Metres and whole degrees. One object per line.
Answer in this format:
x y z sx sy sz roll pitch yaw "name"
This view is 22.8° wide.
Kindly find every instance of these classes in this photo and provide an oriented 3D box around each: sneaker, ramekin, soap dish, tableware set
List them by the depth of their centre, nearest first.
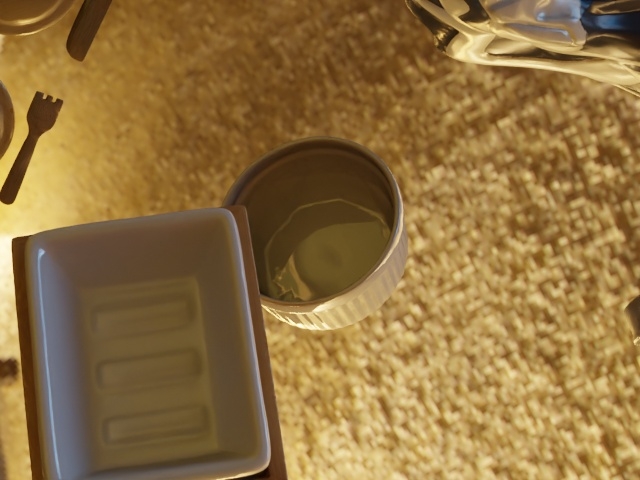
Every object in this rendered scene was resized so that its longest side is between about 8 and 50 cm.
0.129 -0.117 0.763 0.153 0.235 0.094 33 -68 58 "sneaker"
-0.219 -0.129 1.011 0.194 0.128 0.039 -62 -158 13 "tableware set"
-0.162 0.121 1.489 0.229 0.118 0.291 -8 -114 -4 "soap dish"
0.000 0.000 1.737 0.207 0.109 0.207 -7 -118 14 "ramekin"

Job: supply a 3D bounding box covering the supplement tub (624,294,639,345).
0.320 0.135 0.986 0.191 0.191 0.272 -24 -103 8 "supplement tub"
